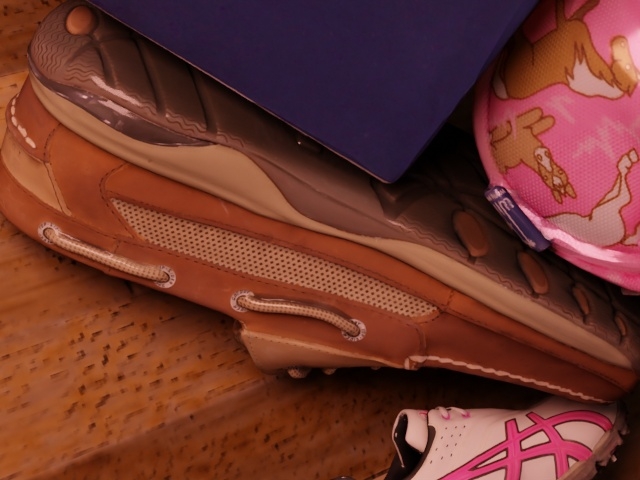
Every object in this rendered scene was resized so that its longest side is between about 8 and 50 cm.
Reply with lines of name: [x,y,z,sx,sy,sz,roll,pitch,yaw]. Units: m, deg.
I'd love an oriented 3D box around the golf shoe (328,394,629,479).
golf shoe: [0.080,0.105,0.871,0.186,0.067,0.086,-32,82,-41]

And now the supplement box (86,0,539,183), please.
supplement box: [0.025,-0.225,0.865,0.195,0.194,0.356,31,31,-9]

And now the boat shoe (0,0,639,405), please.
boat shoe: [0.000,0.000,0.847,0.324,0.120,0.122,26,30,-14]

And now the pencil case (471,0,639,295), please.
pencil case: [0.221,-0.073,0.930,0.160,0.167,0.386,29,21,23]
